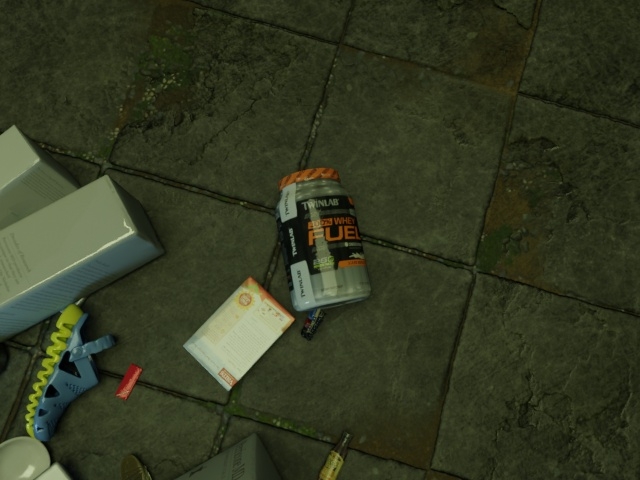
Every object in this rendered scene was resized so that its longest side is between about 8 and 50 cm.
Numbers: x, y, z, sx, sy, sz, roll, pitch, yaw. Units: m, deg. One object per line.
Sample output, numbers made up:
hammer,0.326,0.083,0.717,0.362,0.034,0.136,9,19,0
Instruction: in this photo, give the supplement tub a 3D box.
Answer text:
supplement tub,0.000,0.000,1.334,0.193,0.193,0.316,-12,80,-3

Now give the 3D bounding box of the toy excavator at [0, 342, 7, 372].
toy excavator,-1.046,0.278,1.277,0.445,0.222,0.433,-41,81,1

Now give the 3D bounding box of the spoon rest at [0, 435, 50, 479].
spoon rest,-0.746,0.554,1.246,0.276,0.084,0.137,-33,103,-25

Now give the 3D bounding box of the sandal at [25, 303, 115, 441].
sandal,-0.585,0.317,1.309,0.138,0.126,0.318,20,85,-14

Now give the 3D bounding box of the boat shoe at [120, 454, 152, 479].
boat shoe,-0.416,0.574,1.304,0.056,0.048,0.153,-35,76,0

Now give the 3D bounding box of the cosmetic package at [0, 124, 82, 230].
cosmetic package,-0.713,-0.110,1.318,0.224,0.224,0.138,-39,68,-7

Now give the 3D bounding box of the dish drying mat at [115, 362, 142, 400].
dish drying mat,-0.467,0.344,1.358,0.032,0.008,0.083,26,80,5

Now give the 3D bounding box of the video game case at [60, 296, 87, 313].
video game case,-0.649,0.072,1.400,0.190,0.022,0.173,31,81,6

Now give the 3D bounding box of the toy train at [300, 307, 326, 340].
toy train,-0.020,0.197,1.319,0.036,0.158,0.027,25,58,0

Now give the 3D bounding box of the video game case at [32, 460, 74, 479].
video game case,-0.611,0.717,1.220,0.300,0.036,0.329,-37,90,-21

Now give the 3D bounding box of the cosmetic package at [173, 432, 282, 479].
cosmetic package,-0.225,0.667,1.117,0.393,0.329,0.328,-28,91,-7

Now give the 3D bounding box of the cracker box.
cracker box,-0.193,0.224,1.354,0.155,0.067,0.232,43,81,7

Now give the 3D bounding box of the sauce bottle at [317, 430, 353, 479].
sauce bottle,0.037,0.514,1.318,0.042,0.042,0.128,25,79,4

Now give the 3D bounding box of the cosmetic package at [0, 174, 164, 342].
cosmetic package,-0.617,0.052,1.276,0.453,0.230,0.162,-29,80,-6
